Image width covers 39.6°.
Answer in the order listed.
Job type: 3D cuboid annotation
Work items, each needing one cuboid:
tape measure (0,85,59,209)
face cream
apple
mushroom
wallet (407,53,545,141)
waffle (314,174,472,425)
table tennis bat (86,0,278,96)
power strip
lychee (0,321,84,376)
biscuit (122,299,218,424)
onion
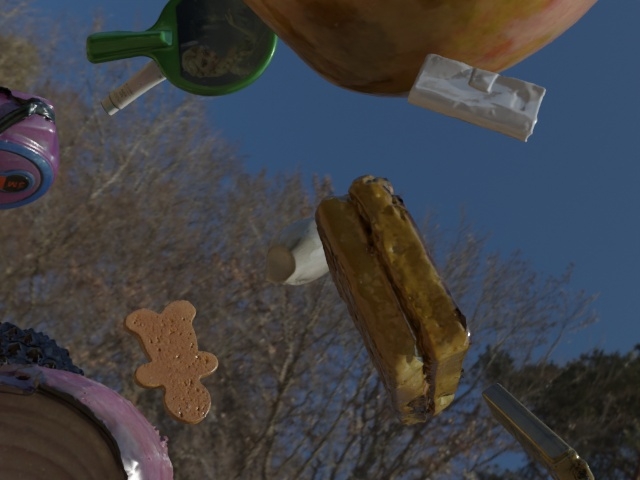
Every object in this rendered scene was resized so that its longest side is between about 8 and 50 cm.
[{"bbox_3d":[-0.560,-0.169,1.511,0.245,0.231,0.149,-52,-137,45],"label":"tape measure"},{"bbox_3d":[-0.259,-0.217,1.251,0.115,0.020,0.038,-32,-92,16],"label":"face cream"},{"bbox_3d":[0.075,-0.289,0.715,0.364,0.364,0.364,12,-66,29],"label":"apple"},{"bbox_3d":[-0.001,-0.001,1.337,0.088,0.212,0.097,48,-21,22],"label":"mushroom"},{"bbox_3d":[0.102,-0.094,0.582,0.083,0.044,0.011,19,-26,11],"label":"wallet"},{"bbox_3d":[0.083,0.084,1.026,0.098,0.328,0.224,-22,-112,-4],"label":"waffle"},{"bbox_3d":[-0.182,-0.262,1.163,0.257,0.039,0.160,-4,-103,7],"label":"table tennis bat"},{"bbox_3d":[0.325,0.299,1.365,0.044,0.305,0.064,-32,-70,-6],"label":"power strip"},{"bbox_3d":[-0.406,0.216,1.082,0.267,0.267,0.267,12,-66,29],"label":"lychee"},{"bbox_3d":[-0.278,0.233,1.677,0.250,0.165,0.036,64,-33,24],"label":"biscuit"},{"bbox_3d":[-0.275,0.212,0.683,0.348,0.159,0.267,16,-95,7],"label":"onion"}]
